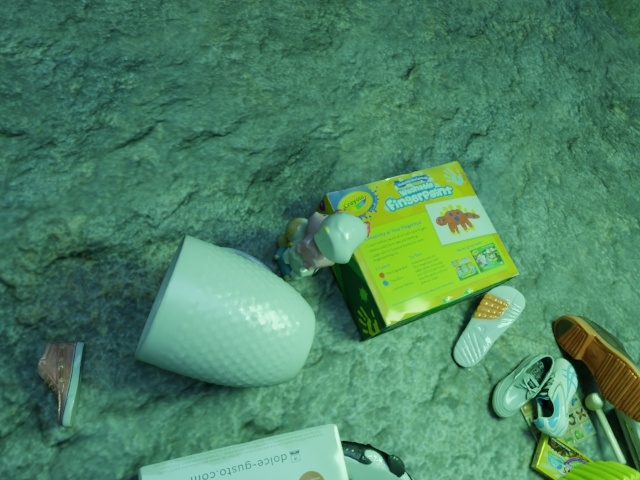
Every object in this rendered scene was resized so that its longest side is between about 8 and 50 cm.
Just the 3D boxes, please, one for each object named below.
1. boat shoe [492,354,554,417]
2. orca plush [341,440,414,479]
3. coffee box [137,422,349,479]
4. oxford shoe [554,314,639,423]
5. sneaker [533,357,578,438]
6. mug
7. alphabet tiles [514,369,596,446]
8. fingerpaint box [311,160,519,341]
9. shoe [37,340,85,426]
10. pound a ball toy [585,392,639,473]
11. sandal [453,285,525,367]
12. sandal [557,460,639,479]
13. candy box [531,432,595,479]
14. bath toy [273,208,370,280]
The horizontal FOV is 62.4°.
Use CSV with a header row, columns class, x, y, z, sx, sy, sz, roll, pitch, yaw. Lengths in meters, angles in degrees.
class,x,y,z,sx,sy,sz,roll,pitch,yaw
boat shoe,0.541,0.376,1.400,0.227,0.081,0.079,-36,81,-29
orca plush,0.096,0.515,1.211,0.286,0.102,0.151,15,106,-1
coffee box,-0.135,0.547,0.949,0.337,0.338,0.335,-5,68,-21
oxford shoe,0.807,0.335,1.432,0.132,0.130,0.364,1,39,-25
sneaker,0.621,0.404,1.403,0.086,0.085,0.237,35,50,-4
mug,-0.192,0.148,1.186,0.327,0.276,0.374,23,30,-16
alphabet tiles,0.631,0.449,1.449,0.198,0.009,0.237,-15,72,-24
fingerpaint box,0.250,0.016,1.436,0.444,0.163,0.371,-17,73,-25
shoe,-0.542,0.295,1.092,0.081,0.063,0.178,4,59,-16
pound a ball toy,0.865,0.559,1.427,0.208,0.136,0.320,-13,68,3
sandal,0.453,0.236,1.460,0.102,0.076,0.265,40,80,16
sandal,0.638,0.643,1.280,0.317,0.126,0.138,-20,88,-5
candy box,0.648,0.594,1.368,0.205,0.027,0.105,34,65,-4
bath toy,0.000,0.000,1.252,0.128,0.348,0.152,-23,90,-27
